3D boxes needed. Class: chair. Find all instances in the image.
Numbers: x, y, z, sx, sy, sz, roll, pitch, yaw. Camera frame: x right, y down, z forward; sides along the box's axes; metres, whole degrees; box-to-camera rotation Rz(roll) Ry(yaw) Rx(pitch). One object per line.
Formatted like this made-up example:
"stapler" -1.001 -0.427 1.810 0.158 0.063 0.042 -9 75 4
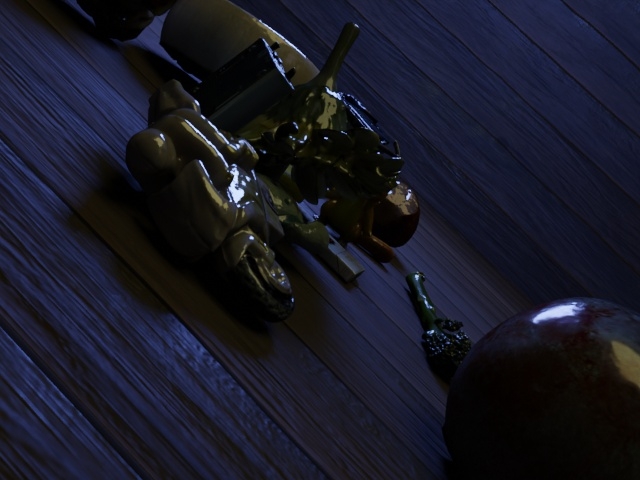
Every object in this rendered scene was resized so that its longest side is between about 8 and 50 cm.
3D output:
"chair" 0.051 -0.200 1.737 0.166 0.188 0.272 51 18 29

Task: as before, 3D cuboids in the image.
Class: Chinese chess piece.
"Chinese chess piece" -0.155 -0.348 1.504 0.338 0.141 0.338 33 0 0

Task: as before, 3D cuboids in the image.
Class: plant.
"plant" -0.015 -0.169 1.133 0.305 0.297 0.261 23 23 5

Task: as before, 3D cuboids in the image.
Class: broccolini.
"broccolini" 0.201 0.123 1.346 0.079 0.074 0.392 47 12 -19

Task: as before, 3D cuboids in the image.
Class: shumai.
"shumai" -0.315 -0.464 1.277 0.184 0.185 0.218 3 75 -75

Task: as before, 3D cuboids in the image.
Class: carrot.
"carrot" 0.071 -0.011 1.506 0.190 0.037 0.037 33 15 -25

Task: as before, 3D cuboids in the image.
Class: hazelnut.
"hazelnut" 0.155 -0.058 1.725 0.143 0.143 0.154 26 34 -55

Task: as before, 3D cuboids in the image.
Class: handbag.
"handbag" 0.078 -0.291 2.127 0.181 0.181 0.254 49 14 28

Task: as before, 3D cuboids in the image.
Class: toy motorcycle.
"toy motorcycle" -0.131 -0.065 0.848 0.223 0.108 0.341 41 18 -39

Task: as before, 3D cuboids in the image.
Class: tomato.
"tomato" 0.301 0.221 0.879 0.316 0.283 0.317 24 34 -18

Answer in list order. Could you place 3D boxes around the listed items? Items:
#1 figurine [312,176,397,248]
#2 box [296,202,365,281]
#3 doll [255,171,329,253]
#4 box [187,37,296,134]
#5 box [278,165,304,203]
"figurine" 0.082 -0.076 1.397 0.121 0.176 0.122 48 29 12
"box" 0.000 0.000 1.246 0.167 0.024 0.090 44 12 8
"doll" -0.081 -0.048 1.037 0.214 0.072 0.103 38 18 5
"box" -0.136 -0.218 1.138 0.045 0.210 0.270 52 9 -24
"box" -0.129 -0.184 1.439 0.153 0.041 0.279 34 14 -40
